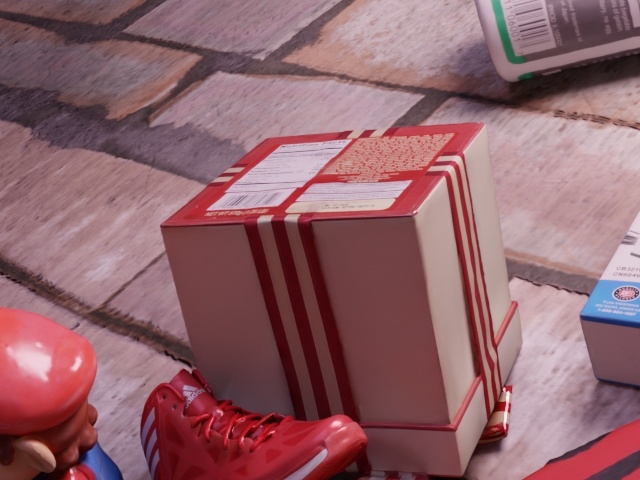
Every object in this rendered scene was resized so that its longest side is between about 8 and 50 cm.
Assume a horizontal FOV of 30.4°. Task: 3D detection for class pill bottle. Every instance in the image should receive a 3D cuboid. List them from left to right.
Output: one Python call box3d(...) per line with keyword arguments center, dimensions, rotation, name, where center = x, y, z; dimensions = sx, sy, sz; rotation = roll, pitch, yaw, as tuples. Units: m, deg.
box3d(center=(0.369, -0.321, 1.379), dimensions=(0.361, 0.204, 0.204), rotation=(-11, 35, 18), name="pill bottle")

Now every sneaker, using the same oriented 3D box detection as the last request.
box3d(center=(-0.070, 0.146, 0.884), dimensions=(0.221, 0.128, 0.087), rotation=(-34, -10, 36), name="sneaker")

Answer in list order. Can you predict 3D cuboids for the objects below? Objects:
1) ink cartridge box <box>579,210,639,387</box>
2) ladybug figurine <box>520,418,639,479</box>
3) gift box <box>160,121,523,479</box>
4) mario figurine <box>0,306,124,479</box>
box3d(center=(0.333, 0.034, 1.008), dimensions=(0.148, 0.086, 0.203), rotation=(6, 44, 37), name="ink cartridge box")
box3d(center=(0.173, 0.223, 0.687), dimensions=(0.449, 0.162, 0.305), rotation=(-31, 5, -2), name="ladybug figurine")
box3d(center=(0.015, 0.066, 0.996), dimensions=(0.255, 0.258, 0.276), rotation=(0, 24, 28), name="gift box")
box3d(center=(-0.229, 0.189, 0.921), dimensions=(0.198, 0.320, 0.170), rotation=(14, 48, 44), name="mario figurine")
